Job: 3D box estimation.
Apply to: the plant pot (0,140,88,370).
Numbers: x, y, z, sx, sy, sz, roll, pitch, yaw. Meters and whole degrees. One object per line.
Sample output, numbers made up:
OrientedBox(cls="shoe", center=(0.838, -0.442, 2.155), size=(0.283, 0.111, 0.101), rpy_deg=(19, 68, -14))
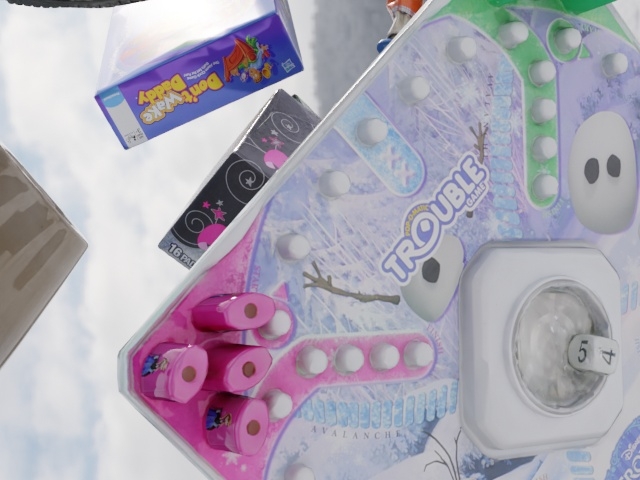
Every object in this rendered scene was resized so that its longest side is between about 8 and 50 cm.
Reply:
OrientedBox(cls="plant pot", center=(-0.449, 0.026, 1.405), size=(0.323, 0.280, 0.323), rpy_deg=(49, 174, 7))

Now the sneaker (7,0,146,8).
OrientedBox(cls="sneaker", center=(-0.273, -0.297, 1.089), size=(0.122, 0.331, 0.146), rpy_deg=(-85, -1, -72))

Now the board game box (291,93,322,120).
OrientedBox(cls="board game box", center=(0.039, -0.058, 1.429), size=(0.136, 0.030, 0.259), rpy_deg=(33, -156, -55))

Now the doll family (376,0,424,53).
OrientedBox(cls="doll family", center=(0.164, -0.229, 1.326), size=(0.263, 0.118, 0.163), rpy_deg=(53, -141, -49))

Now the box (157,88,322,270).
OrientedBox(cls="box", center=(0.000, 0.000, 1.111), size=(0.142, 0.247, 0.163), rpy_deg=(-49, 8, 31))

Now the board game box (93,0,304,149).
OrientedBox(cls="board game box", center=(-0.154, -0.260, 1.465), size=(0.347, 0.233, 0.078), rpy_deg=(-101, -14, -61))

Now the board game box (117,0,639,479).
OrientedBox(cls="board game box", center=(0.141, 0.062, 0.675), size=(0.390, 0.050, 0.390), rpy_deg=(49, -114, -20))
